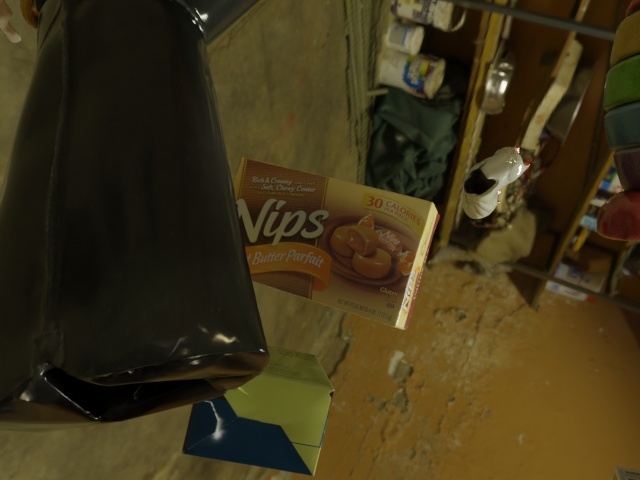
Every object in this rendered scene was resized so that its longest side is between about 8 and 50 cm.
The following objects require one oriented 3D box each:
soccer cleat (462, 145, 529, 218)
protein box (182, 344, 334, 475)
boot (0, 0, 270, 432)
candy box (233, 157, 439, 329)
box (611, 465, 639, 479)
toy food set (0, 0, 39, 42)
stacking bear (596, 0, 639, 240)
[{"bbox_3d":[0.244,-0.082,0.849,0.076,0.068,0.196,-23,164,-12],"label":"soccer cleat"},{"bbox_3d":[-0.103,0.255,0.898,0.201,0.200,0.136,-159,-97,-81],"label":"protein box"},{"bbox_3d":[-0.097,-0.112,0.421,0.146,0.367,0.445,36,37,-46],"label":"boot"},{"bbox_3d":[0.000,0.000,0.845,0.087,0.317,0.182,34,73,-67],"label":"candy box"},{"bbox_3d":[0.422,0.408,0.703,0.103,0.114,0.203,-56,148,-63],"label":"box"},{"bbox_3d":[-0.312,-0.296,0.735,0.218,0.071,0.128,-28,175,-20],"label":"toy food set"},{"bbox_3d":[0.303,-0.151,0.429,0.164,0.175,0.289,-16,103,-70],"label":"stacking bear"}]
